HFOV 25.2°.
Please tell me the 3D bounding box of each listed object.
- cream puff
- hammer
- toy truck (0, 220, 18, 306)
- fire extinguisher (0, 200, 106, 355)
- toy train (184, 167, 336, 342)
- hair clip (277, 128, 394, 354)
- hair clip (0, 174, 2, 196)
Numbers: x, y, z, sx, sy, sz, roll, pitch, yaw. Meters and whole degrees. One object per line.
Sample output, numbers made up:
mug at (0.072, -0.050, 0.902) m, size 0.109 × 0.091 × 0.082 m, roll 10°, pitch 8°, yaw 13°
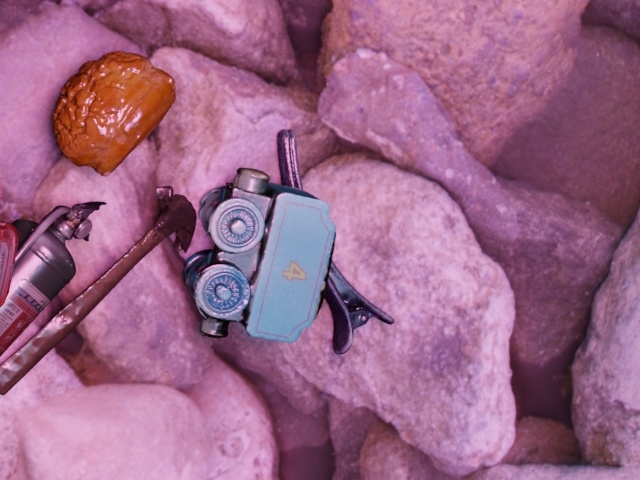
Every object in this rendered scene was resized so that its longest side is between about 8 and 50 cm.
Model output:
cream puff at (-0.225, -0.140, 1.519) m, size 0.103 × 0.126 × 0.144 m, roll 40°, pitch 71°, yaw -9°
hammer at (-0.251, 0.059, 1.566) m, size 0.297 × 0.027 × 0.125 m, roll -44°, pitch 154°, yaw -5°
toy truck at (-0.442, 0.004, 1.397) m, size 0.270 × 0.135 × 0.114 m, roll 12°, pitch 95°, yaw 8°
fire extinguisher at (-0.333, 0.055, 1.513) m, size 0.093 × 0.118 × 0.294 m, roll 38°, pitch 79°, yaw 16°
toy train at (-0.069, 0.021, 1.614) m, size 0.154 × 0.107 × 0.198 m, roll 11°, pitch 98°, yaw -17°
hair clip at (0.000, 0.000, 1.690) m, size 0.083 × 0.048 × 0.275 m, roll -29°, pitch 108°, yaw -14°
hair clip at (-0.364, -0.105, 1.513) m, size 0.054 × 0.022 × 0.137 m, roll -6°, pitch 100°, yaw -25°
